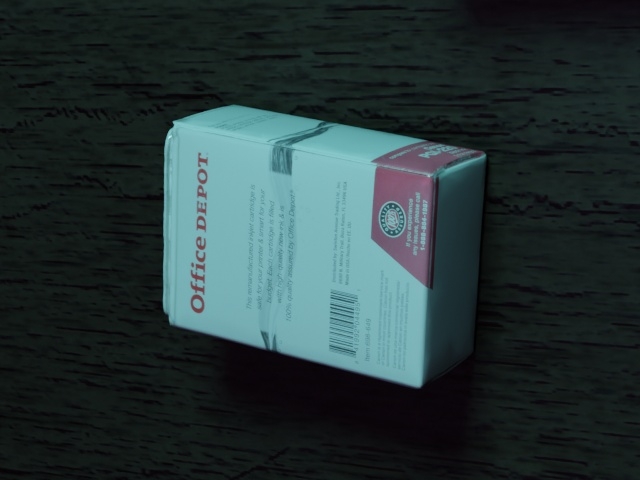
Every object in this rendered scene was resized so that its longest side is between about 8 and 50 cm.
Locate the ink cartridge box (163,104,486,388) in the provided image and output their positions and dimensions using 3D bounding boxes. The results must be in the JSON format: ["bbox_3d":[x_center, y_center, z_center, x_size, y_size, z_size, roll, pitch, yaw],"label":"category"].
[{"bbox_3d":[0.000,0.000,1.368,0.218,0.092,0.158,12,110,28],"label":"ink cartridge box"}]
